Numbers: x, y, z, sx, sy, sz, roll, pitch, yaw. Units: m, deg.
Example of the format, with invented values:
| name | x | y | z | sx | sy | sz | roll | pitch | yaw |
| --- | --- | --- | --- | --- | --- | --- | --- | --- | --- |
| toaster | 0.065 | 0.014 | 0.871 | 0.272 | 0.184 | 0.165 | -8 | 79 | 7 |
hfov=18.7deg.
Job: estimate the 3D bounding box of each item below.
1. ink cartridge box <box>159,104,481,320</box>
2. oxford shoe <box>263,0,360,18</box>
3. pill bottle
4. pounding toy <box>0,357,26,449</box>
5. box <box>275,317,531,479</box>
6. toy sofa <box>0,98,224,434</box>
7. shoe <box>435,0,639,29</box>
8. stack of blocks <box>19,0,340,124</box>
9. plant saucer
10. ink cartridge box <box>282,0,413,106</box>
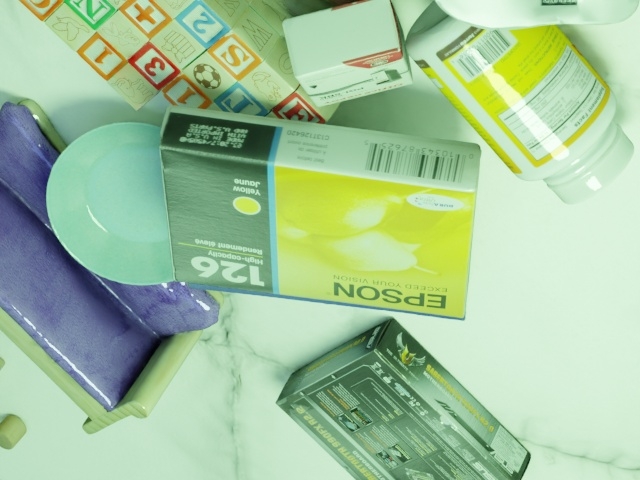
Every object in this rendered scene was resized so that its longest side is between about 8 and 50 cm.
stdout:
| name | x | y | z | sx | sy | sz | roll | pitch | yaw |
| --- | --- | --- | --- | --- | --- | --- | --- | --- | --- |
| ink cartridge box | 0.000 | 0.000 | 1.926 | 0.303 | 0.072 | 0.307 | 7 | 143 | 6 |
| oxford shoe | -0.099 | -0.306 | 1.754 | 0.348 | 0.123 | 0.130 | 41 | 142 | -8 |
| pill bottle | 0.184 | -0.136 | 1.748 | 0.215 | 0.117 | 0.117 | 47 | 135 | -16 |
| pounding toy | -0.471 | 0.207 | 2.451 | 0.206 | 0.094 | 0.181 | 40 | 136 | -8 |
| box | 0.091 | 0.209 | 2.162 | 0.231 | 0.056 | 0.183 | 44 | 136 | -13 |
| toy sofa | -0.294 | 0.030 | 2.148 | 0.362 | 0.150 | 0.177 | 47 | 136 | -16 |
| shoe | 0.179 | -0.222 | 1.660 | 0.178 | 0.081 | 0.063 | 2 | 118 | -4 |
| stack of blocks | -0.131 | -0.202 | 1.888 | 0.297 | 0.087 | 0.171 | 43 | 136 | -12 |
| plant saucer | -0.193 | -0.045 | 2.075 | 0.195 | 0.037 | 0.195 | 2 | 119 | 3 |
| ink cartridge box | 0.027 | -0.170 | 1.765 | 0.099 | 0.135 | 0.056 | -14 | 80 | 7 |
